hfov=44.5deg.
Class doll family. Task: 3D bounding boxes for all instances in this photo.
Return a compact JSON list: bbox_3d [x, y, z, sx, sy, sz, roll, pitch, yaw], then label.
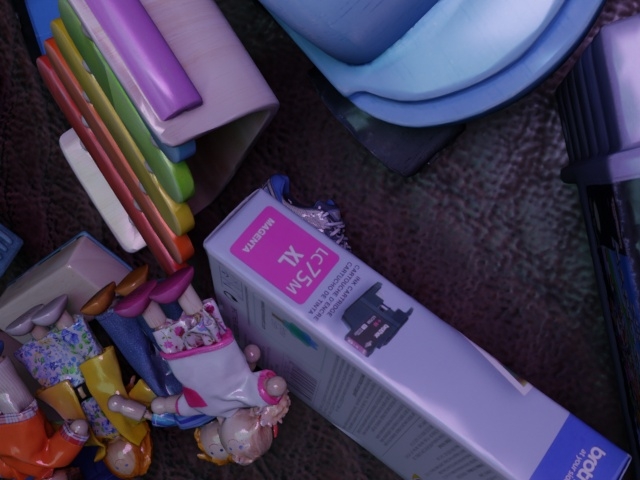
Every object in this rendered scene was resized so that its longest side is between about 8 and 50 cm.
[{"bbox_3d":[-0.128,0.108,0.572,0.263,0.118,0.163,-20,109,22],"label":"doll family"}]

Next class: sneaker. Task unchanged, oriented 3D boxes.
[{"bbox_3d":[0.000,0.000,0.589,0.135,0.052,0.058,39,97,6],"label":"sneaker"}]

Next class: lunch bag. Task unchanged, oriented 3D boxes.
[{"bbox_3d":[-0.207,0.204,0.648,0.067,0.098,0.065,-34,87,12],"label":"lunch bag"}]

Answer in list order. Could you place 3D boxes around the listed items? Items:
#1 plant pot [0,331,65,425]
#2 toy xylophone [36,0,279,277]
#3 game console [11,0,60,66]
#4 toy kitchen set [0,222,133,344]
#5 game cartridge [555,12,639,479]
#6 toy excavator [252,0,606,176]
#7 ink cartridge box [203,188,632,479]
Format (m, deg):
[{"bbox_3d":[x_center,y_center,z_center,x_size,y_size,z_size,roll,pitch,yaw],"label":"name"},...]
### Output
[{"bbox_3d":[-0.288,0.136,0.669,0.109,0.109,0.096,-33,74,18],"label":"plant pot"},{"bbox_3d":[-0.130,-0.106,0.518,0.081,0.323,0.236,-32,81,-20],"label":"toy xylophone"},{"bbox_3d":[-0.213,-0.211,0.626,0.122,0.107,0.071,-16,62,18],"label":"game console"},{"bbox_3d":[-0.252,-0.045,0.647,0.122,0.166,0.207,-27,123,33],"label":"toy kitchen set"},{"bbox_3d":[0.193,0.068,0.438,0.068,0.230,0.355,-11,91,17],"label":"game cartridge"},{"bbox_3d":[-0.039,-0.247,0.368,0.222,0.445,0.433,-42,83,16],"label":"toy excavator"},{"bbox_3d":[0.064,0.109,0.512,0.311,0.186,0.065,38,70,12],"label":"ink cartridge box"}]
